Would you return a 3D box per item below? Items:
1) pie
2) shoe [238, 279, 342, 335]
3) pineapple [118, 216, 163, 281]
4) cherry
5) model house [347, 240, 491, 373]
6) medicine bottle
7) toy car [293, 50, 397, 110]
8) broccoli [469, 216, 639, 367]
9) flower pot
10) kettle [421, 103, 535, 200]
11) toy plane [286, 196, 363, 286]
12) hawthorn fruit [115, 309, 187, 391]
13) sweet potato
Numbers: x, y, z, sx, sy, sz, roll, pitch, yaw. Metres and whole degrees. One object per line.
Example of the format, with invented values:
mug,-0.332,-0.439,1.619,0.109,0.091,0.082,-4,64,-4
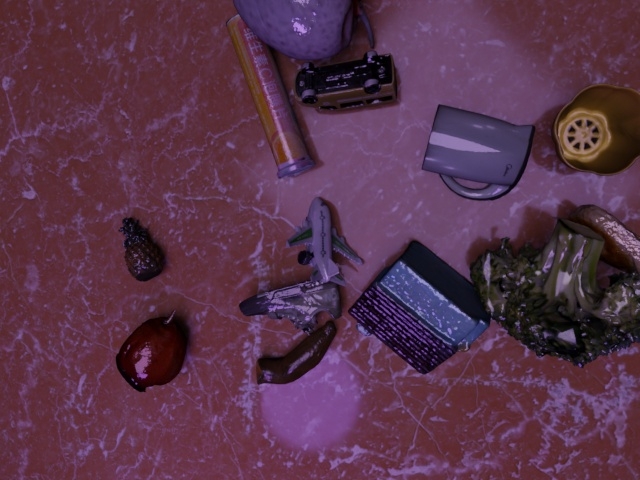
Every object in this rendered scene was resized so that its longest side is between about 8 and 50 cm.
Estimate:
pie,0.663,0.003,1.161,0.205,0.179,0.084,43,99,11
shoe,-0.075,0.197,1.393,0.292,0.109,0.149,-19,84,11
pineapple,-0.541,0.021,1.499,0.108,0.108,0.198,-31,77,15
cherry,-0.046,-0.581,1.192,0.334,0.291,0.327,-11,79,4
model house,0.244,0.189,1.278,0.280,0.230,0.249,41,114,8
medicine bottle,-0.137,-0.381,1.338,0.108,0.108,0.426,-20,92,15
toy car,0.065,-0.388,1.276,0.256,0.124,0.101,-5,73,15
broccoli,0.534,0.122,1.131,0.276,0.318,0.339,1,59,-20
flower pot,0.614,-0.241,1.138,0.195,0.179,0.195,2,97,15
kettle,0.374,-0.200,1.226,0.236,0.161,0.221,14,128,9
toy plane,-0.003,0.003,1.338,0.101,0.251,0.256,-36,53,40
hawthorn fruit,-0.485,0.310,1.483,0.189,0.189,0.252,23,89,9
sweet potato,-0.069,0.327,1.427,0.285,0.085,0.112,-38,84,15
